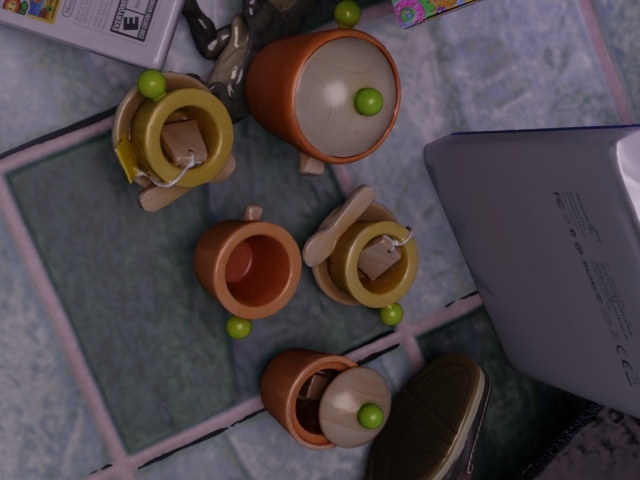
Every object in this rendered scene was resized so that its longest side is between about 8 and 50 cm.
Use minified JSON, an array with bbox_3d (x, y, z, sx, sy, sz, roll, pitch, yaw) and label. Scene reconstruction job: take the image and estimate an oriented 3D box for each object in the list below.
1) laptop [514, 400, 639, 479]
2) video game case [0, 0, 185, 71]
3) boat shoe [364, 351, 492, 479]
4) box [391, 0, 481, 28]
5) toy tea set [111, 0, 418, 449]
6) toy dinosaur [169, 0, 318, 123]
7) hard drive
[{"bbox_3d":[0.235,0.293,1.104,0.234,0.136,0.264,-44,90,-10],"label":"laptop"},{"bbox_3d":[-0.178,-0.258,0.948,0.206,0.026,0.227,18,89,0],"label":"video game case"},{"bbox_3d":[0.081,0.198,1.057,0.073,0.080,0.223,26,89,-39],"label":"boat shoe"},{"bbox_3d":[0.177,-0.279,0.892,0.290,0.279,0.177,-18,99,13],"label":"box"},{"bbox_3d":[0.000,0.000,0.963,0.200,0.124,0.336,-34,117,-22],"label":"toy tea set"},{"bbox_3d":[-0.058,-0.166,0.999,0.118,0.064,0.268,42,81,-25],"label":"toy dinosaur"},{"bbox_3d":[0.182,0.021,0.943,0.040,0.319,0.210,-26,100,-13],"label":"hard drive"}]
